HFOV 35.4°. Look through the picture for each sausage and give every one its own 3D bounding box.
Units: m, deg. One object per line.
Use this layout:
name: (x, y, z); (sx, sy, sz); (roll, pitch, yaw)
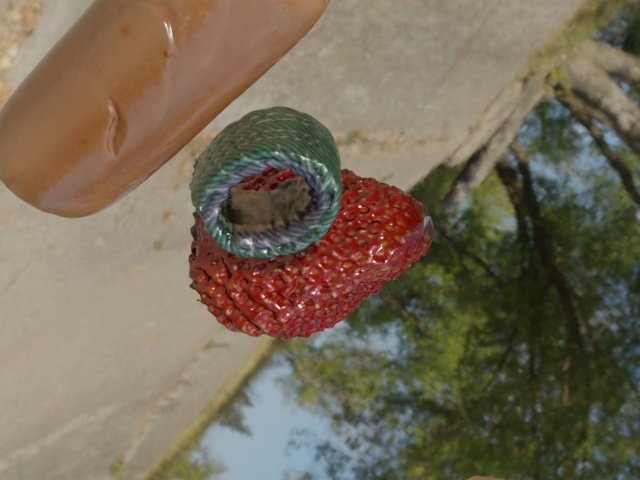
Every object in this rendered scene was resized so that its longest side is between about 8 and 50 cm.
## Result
sausage: (-0.119, -0.132, 0.732); (0.304, 0.121, 0.121); (-36, -170, 31)

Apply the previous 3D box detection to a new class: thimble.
thimble: (-0.047, -0.053, 0.932); (0.135, 0.118, 0.090); (-26, -148, 16)

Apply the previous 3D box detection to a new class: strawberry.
strawberry: (0.000, 0.000, 1.463); (0.351, 0.267, 0.312); (-13, 180, 30)

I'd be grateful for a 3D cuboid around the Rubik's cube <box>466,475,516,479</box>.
Rubik's cube: (0.343, 0.640, 1.898); (0.291, 0.290, 0.292); (-18, -173, -40)
